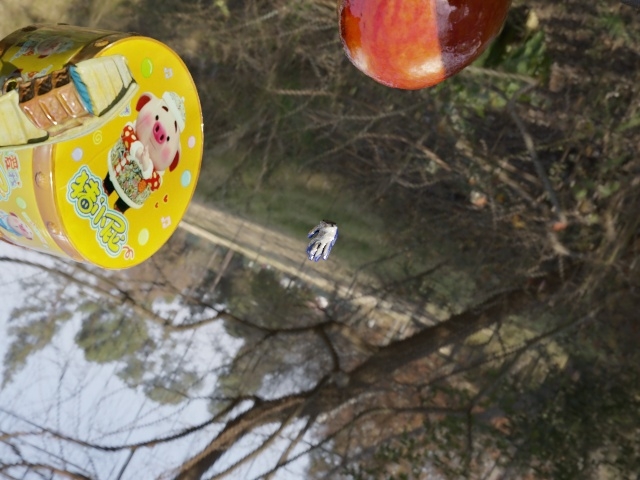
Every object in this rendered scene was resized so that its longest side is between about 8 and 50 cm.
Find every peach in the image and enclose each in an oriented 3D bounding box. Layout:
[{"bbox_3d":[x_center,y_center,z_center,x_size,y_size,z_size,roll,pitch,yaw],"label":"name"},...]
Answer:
[{"bbox_3d":[0.151,-0.349,1.113,0.238,0.281,0.281,40,-176,34],"label":"peach"}]

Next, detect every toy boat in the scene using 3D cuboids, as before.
[{"bbox_3d":[-0.247,-0.121,0.713,0.066,0.172,0.065,1,-111,-83],"label":"toy boat"}]

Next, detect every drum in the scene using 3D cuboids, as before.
[{"bbox_3d":[-0.408,-0.167,1.382,0.214,0.431,0.431,13,171,22],"label":"drum"}]

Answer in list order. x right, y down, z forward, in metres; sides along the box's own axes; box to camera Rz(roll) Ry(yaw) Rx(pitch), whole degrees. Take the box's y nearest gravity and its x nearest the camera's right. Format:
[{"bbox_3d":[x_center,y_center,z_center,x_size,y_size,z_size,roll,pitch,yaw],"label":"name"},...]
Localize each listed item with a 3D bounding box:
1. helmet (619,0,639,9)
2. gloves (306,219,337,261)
[{"bbox_3d":[0.506,-0.439,1.167,0.279,0.230,0.160,-4,155,-28],"label":"helmet"},{"bbox_3d":[0.000,0.000,1.502,0.026,0.086,0.064,17,-174,-46],"label":"gloves"}]
